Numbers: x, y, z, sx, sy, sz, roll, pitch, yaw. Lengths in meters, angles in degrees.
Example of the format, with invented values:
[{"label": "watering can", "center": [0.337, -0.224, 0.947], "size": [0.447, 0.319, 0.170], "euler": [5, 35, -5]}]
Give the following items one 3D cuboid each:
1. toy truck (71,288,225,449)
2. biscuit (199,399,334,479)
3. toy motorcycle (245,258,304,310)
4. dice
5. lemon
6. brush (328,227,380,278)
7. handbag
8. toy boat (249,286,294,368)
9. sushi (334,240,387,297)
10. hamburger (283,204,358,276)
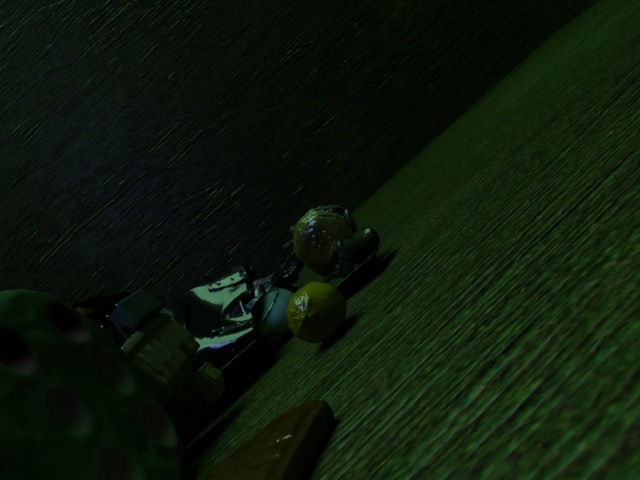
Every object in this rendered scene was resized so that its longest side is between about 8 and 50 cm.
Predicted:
[{"label": "toy truck", "center": [-0.329, 0.274, 0.995], "size": [0.405, 0.254, 0.180], "euler": [-55, -3, 12]}, {"label": "biscuit", "center": [-0.085, 0.219, 0.571], "size": [0.215, 0.034, 0.182], "euler": [-40, 3, 25]}, {"label": "toy motorcycle", "center": [-0.138, 0.153, 1.552], "size": [0.204, 0.108, 0.239], "euler": [-29, 6, 34]}, {"label": "dice", "center": [-0.365, 0.265, 0.744], "size": [0.330, 0.322, 0.318], "euler": [-39, 3, 10]}, {"label": "lemon", "center": [-0.005, 0.097, 0.907], "size": [0.082, 0.082, 0.111], "euler": [-41, -1, 10]}, {"label": "brush", "center": [0.052, 0.042, 1.322], "size": [0.084, 0.071, 0.301], "euler": [-26, -10, -12]}, {"label": "handbag", "center": [-0.222, 0.185, 1.208], "size": [0.288, 0.152, 0.342], "euler": [-38, 28, 7]}, {"label": "toy boat", "center": [-0.108, 0.176, 1.268], "size": [0.207, 0.079, 0.134], "euler": [-48, 15, 20]}, {"label": "sushi", "center": [0.070, 0.054, 1.129], "size": [0.120, 0.026, 0.126], "euler": [-43, -3, 26]}, {"label": "hamburger", "center": [0.000, 0.000, 1.541], "size": [0.185, 0.159, 0.131], "euler": [-12, 16, 17]}]
